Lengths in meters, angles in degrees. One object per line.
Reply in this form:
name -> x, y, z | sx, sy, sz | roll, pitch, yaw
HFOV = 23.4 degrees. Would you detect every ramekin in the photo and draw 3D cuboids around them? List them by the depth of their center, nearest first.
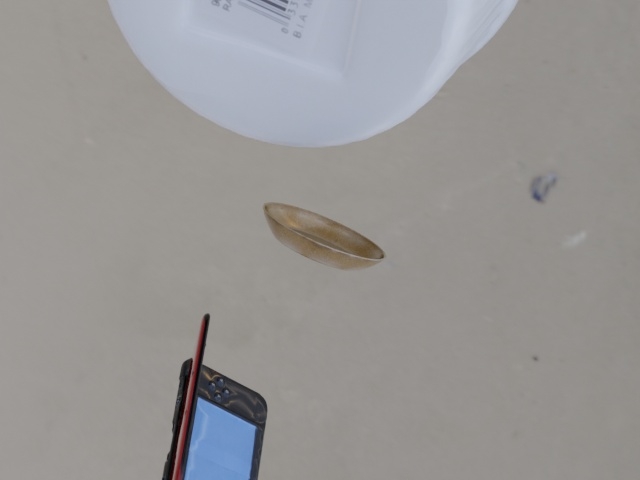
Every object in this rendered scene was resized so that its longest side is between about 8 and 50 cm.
ramekin -> -0.008, -0.194, 0.991 | 0.277, 0.135, 0.277 | 10, 125, 15

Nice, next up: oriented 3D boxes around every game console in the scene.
game console -> -0.074, 0.150, 1.178 | 0.124, 0.085, 0.144 | 31, 50, -30

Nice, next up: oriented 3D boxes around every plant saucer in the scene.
plant saucer -> 0.000, 0.000, 0.964 | 0.083, 0.083, 0.015 | 18, 103, -22
